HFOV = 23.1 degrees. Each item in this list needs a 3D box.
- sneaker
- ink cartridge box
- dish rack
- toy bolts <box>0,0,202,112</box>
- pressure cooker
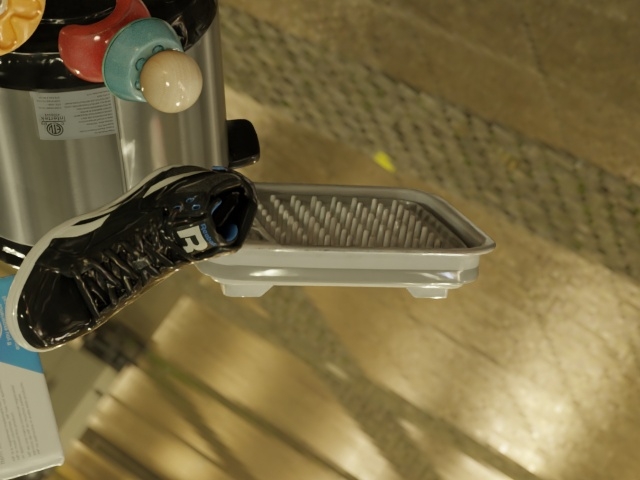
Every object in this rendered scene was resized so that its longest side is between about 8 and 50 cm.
[{"bbox_3d":[-0.137,0.006,1.202,0.121,0.217,0.079,-1,125,49],"label":"sneaker"},{"bbox_3d":[-0.471,0.183,1.773,0.129,0.307,0.223,173,83,-74],"label":"ink cartridge box"},{"bbox_3d":[0.000,0.000,1.710,0.333,0.072,0.285,1,-165,-14],"label":"dish rack"},{"bbox_3d":[-0.208,-0.201,1.458,0.158,0.218,0.228,36,162,40],"label":"toy bolts"},{"bbox_3d":[-0.303,-0.151,1.982,0.370,0.375,0.420,20,134,25],"label":"pressure cooker"}]
